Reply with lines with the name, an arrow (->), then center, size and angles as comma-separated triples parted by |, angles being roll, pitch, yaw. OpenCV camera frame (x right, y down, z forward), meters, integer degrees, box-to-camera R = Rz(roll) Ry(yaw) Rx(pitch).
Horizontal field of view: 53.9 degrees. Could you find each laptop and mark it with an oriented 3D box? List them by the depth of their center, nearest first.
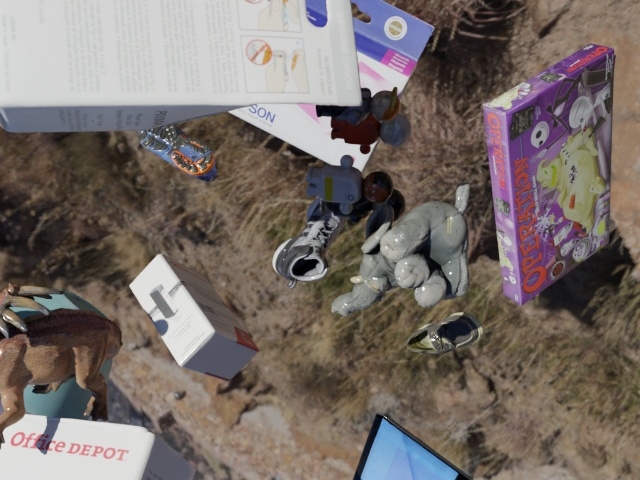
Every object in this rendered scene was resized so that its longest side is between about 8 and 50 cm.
laptop -> 0.128, 0.420, 0.877 | 0.264, 0.136, 0.234 | -88, 5, -47

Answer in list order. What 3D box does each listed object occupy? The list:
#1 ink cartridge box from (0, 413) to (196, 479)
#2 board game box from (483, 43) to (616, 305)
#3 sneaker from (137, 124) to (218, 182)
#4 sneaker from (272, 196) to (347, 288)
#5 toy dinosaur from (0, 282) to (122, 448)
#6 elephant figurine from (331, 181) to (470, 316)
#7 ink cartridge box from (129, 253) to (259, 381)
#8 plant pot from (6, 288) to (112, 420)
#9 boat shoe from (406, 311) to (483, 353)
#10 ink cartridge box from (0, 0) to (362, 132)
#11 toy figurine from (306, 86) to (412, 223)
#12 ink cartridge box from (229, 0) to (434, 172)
ink cartridge box -> -0.307, 0.376, 0.720 | 0.223, 0.307, 0.129 | 0, 143, 20
board game box -> 0.347, -0.086, 0.935 | 0.056, 0.208, 0.347 | 45, 159, 50
sneaker -> -0.289, -0.181, 1.272 | 0.221, 0.083, 0.087 | 40, 170, 27
sneaker -> 0.000, 0.000, 1.479 | 0.101, 0.269, 0.153 | 37, -173, -24
toy dinosaur -> -0.333, 0.124, 0.772 | 0.127, 0.295, 0.200 | 27, 105, 34
elephant figurine -> 0.122, 0.023, 1.016 | 0.239, 0.186, 0.169 | -8, 100, 66
ink cartridge box -> -0.296, 0.180, 1.475 | 0.273, 0.114, 0.197 | 47, -176, 34
plant pot -> -0.547, 0.219, 1.312 | 0.290, 0.195, 0.290 | 37, 173, 6
boat shoe -> 0.272, 0.218, 1.404 | 0.080, 0.073, 0.223 | 62, 151, 2
ink cartridge box -> -0.159, -0.283, 0.702 | 0.091, 0.384, 0.308 | 157, 108, -68
toy figurine -> 0.072, -0.139, 1.038 | 0.148, 0.213, 0.209 | 7, 172, 11
ink cartridge box -> 0.006, -0.337, 1.252 | 0.324, 0.071, 0.330 | 27, 121, 3
